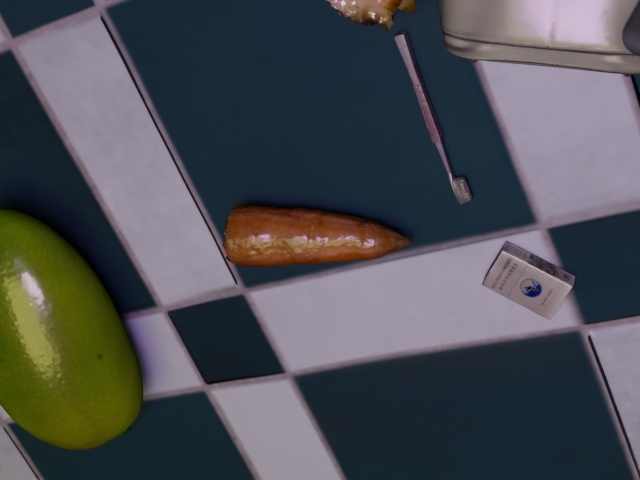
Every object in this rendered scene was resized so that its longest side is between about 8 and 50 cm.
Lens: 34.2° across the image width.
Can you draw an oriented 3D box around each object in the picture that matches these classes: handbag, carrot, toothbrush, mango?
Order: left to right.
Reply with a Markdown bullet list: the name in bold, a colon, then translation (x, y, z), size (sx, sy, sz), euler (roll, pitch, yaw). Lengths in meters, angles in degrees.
- **mango**: translation (-0.344, 0.112, 1.295), size (0.192, 0.156, 0.343), euler (-12, 113, 18)
- **carrot**: translation (0.000, 0.000, 1.142), size (0.205, 0.072, 0.072), euler (4, 122, 16)
- **toothbrush**: translation (0.114, -0.120, 1.050), size (0.017, 0.014, 0.194), euler (-13, 115, 28)
- **handbag**: translation (0.213, -0.303, 0.872), size (0.241, 0.109, 0.316), euler (8, 110, 15)

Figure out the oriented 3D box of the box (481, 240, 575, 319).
- **box**: translation (0.221, 0.043, 1.108), size (0.083, 0.024, 0.054), euler (28, 125, 4)

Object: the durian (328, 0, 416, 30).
- **durian**: translation (-0.004, -0.347, 0.885), size (0.341, 0.112, 0.191), euler (43, 124, -2)

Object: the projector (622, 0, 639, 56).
- **projector**: translation (0.393, -0.177, 0.796), size (0.256, 0.099, 0.192), euler (25, 104, -7)
